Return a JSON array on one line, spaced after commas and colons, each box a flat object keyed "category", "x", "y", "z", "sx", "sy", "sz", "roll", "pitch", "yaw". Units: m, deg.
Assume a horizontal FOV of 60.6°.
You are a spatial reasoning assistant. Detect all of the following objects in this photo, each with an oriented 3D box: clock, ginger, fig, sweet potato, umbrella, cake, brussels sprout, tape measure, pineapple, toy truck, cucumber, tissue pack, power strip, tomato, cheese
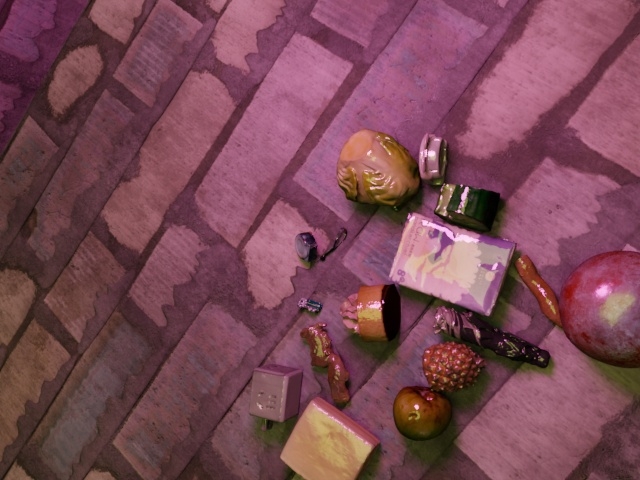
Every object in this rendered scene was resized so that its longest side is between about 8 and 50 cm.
[{"category": "clock", "x": 0.354, "y": -0.259, "z": 1.727, "sx": 0.062, "sy": 0.191, "sz": 0.151, "roll": 5, "pitch": 89, "yaw": 23}, {"category": "ginger", "x": 0.024, "y": 0.421, "z": 1.874, "sx": 0.122, "sy": 0.084, "sz": 0.290, "roll": -30, "pitch": 76, "yaw": 11}, {"category": "fig", "x": 0.306, "y": 0.539, "z": 1.701, "sx": 0.181, "sy": 0.181, "sz": 0.191, "roll": 30, "pitch": 129, "yaw": 22}, {"category": "sweet potato", "x": 0.671, "y": 0.173, "z": 1.631, "sx": 0.059, "sy": 0.067, "sz": 0.281, "roll": -34, "pitch": 74, "yaw": 17}, {"category": "umbrella", "x": 0.516, "y": 0.285, "z": 1.657, "sx": 0.358, "sy": 0.113, "sz": 0.106, "roll": 20, "pitch": 100, "yaw": 11}, {"category": "cake", "x": 0.153, "y": 0.235, "z": 1.784, "sx": 0.178, "sy": 0.208, "sz": 0.185, "roll": -2, "pitch": 108, "yaw": 28}, {"category": "brussels sprout", "x": 0.181, "y": -0.214, "z": 1.768, "sx": 0.260, "sy": 0.294, "sz": 0.227, "roll": 5, "pitch": 60, "yaw": 44}, {"category": "tape measure", "x": 0.001, "y": 0.003, "z": 1.942, "sx": 0.180, "sy": 0.104, "sz": 0.107, "roll": -23, "pitch": 49, "yaw": -13}, {"category": "pineapple", "x": 0.414, "y": 0.386, "z": 1.679, "sx": 0.193, "sy": 0.166, "sz": 0.166, "roll": -13, "pitch": 81, "yaw": 22}, {"category": "toy truck", "x": -0.037, "y": 0.231, "z": 1.940, "sx": 0.083, "sy": 0.039, "sz": 0.044, "roll": 17, "pitch": 76, "yaw": 21}, {"category": "cucumber", "x": 0.458, "y": -0.105, "z": 1.683, "sx": 0.191, "sy": 0.191, "sz": 0.130, "roll": 13, "pitch": 92, "yaw": 23}, {"category": "tissue pack", "x": 0.407, "y": 0.070, "z": 1.717, "sx": 0.344, "sy": 0.125, "sz": 0.242, "roll": 19, "pitch": 95, "yaw": 23}, {"category": "power strip", "x": -0.158, "y": 0.558, "z": 1.911, "sx": 0.140, "sy": 0.139, "sz": 0.224, "roll": 5, "pitch": 88, "yaw": 22}, {"category": "tomato", "x": 0.807, "y": 0.182, "z": 1.467, "sx": 0.317, "sy": 0.282, "sz": 0.316, "roll": 0, "pitch": 92, "yaw": 2}, {"category": "cheese", "x": 0.028, "y": 0.698, "z": 1.835, "sx": 0.266, "sy": 0.124, "sz": 0.242, "roll": 30, "pitch": 94, "yaw": 21}]
